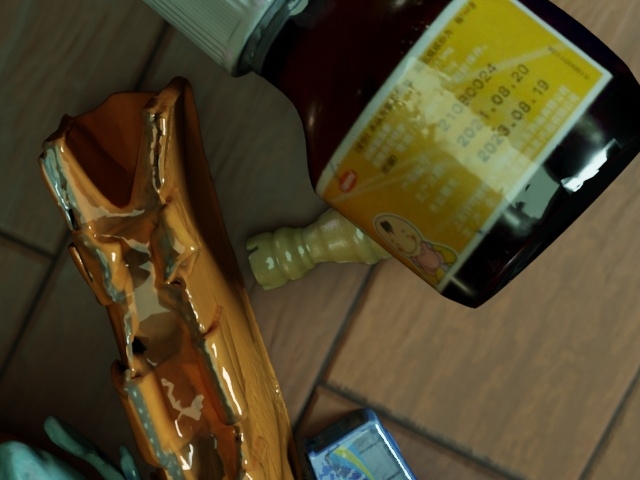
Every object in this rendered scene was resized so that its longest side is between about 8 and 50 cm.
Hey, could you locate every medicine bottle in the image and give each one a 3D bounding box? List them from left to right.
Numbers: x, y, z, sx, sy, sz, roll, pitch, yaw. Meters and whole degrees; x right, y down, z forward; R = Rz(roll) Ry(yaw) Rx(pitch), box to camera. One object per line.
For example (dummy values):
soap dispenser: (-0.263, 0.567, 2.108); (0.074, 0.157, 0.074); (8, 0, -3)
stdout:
medicine bottle: (0.052, -0.144, 1.449); (0.395, 0.242, 0.242); (41, 99, 9)

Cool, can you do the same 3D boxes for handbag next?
handbag: (-0.108, 0.087, 1.451); (0.116, 0.303, 0.410); (-16, 100, 2)

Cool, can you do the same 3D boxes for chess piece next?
chess piece: (0.000, 0.000, 1.555); (0.122, 0.066, 0.066); (-17, 100, 10)

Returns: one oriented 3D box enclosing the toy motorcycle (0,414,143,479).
toy motorcycle: (-0.225, 0.253, 1.415); (0.206, 0.154, 0.260); (-18, 123, -15)

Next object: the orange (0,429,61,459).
orange: (-0.336, 0.261, 1.516); (0.274, 0.310, 0.274); (2, 93, 41)

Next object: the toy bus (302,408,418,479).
toy bus: (0.071, 0.262, 1.591); (0.094, 0.079, 0.236); (-32, 98, 5)
